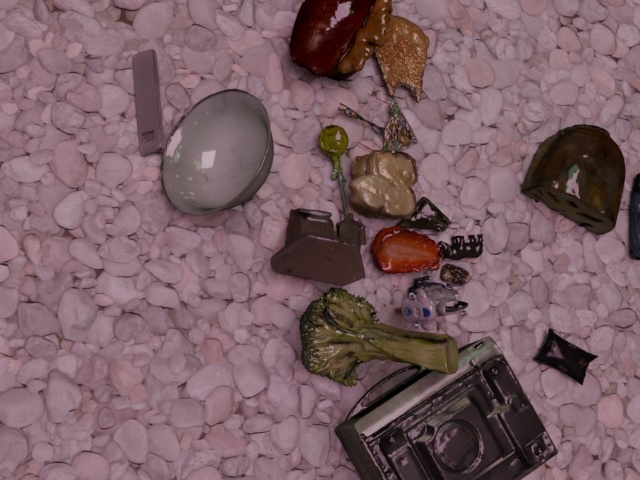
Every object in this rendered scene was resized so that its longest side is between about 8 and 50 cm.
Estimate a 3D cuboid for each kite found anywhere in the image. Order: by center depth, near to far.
[{"bbox_3d":[0.151,-0.295,1.807,0.244,0.006,0.198,19,84,-18],"label":"kite"}]

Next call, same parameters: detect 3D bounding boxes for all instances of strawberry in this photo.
[{"bbox_3d":[0.213,0.030,1.744,0.188,0.082,0.121,13,96,-20],"label":"strawberry"}]

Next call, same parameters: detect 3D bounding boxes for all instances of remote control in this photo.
[{"bbox_3d":[-0.418,-0.336,1.676,0.067,0.029,0.261,-11,80,21],"label":"remote control"}]

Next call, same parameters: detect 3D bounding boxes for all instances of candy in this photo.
[{"bbox_3d":[0.049,-0.165,1.752,0.077,0.073,0.262,-10,89,4],"label":"candy"}]

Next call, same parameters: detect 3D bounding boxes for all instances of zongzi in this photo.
[{"bbox_3d":[0.267,-0.038,1.780,0.109,0.055,0.119,42,85,-4],"label":"zongzi"}]

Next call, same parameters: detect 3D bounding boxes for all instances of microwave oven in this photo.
[{"bbox_3d":[0.281,0.450,1.584,0.394,0.247,0.333,-29,86,-17],"label":"microwave oven"}]

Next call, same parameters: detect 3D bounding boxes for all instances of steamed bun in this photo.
[{"bbox_3d":[0.148,-0.134,1.743,0.192,0.106,0.178,2,75,-22],"label":"steamed bun"}]

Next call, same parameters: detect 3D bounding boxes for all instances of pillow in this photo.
[{"bbox_3d":[0.642,0.304,1.802,0.150,0.048,0.090,28,66,-2],"label":"pillow"}]

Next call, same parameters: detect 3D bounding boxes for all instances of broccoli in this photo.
[{"bbox_3d":[0.137,0.230,1.566,0.361,0.252,0.221,12,73,14],"label":"broccoli"}]

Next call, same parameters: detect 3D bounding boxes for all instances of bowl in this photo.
[{"bbox_3d":[-0.211,-0.186,1.625,0.313,0.146,0.314,-10,69,28],"label":"bowl"}]

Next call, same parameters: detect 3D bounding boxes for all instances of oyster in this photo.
[{"bbox_3d":[0.353,0.089,1.789,0.083,0.019,0.054,18,75,-10],"label":"oyster"}]

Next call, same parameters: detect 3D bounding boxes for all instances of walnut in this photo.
[{"bbox_3d":[0.063,-0.527,1.738,0.243,0.221,0.269,24,92,22],"label":"walnut"}]

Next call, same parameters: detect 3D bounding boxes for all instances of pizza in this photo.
[{"bbox_3d":[0.220,-0.491,1.862,0.181,0.034,0.262,-11,82,-15],"label":"pizza"}]

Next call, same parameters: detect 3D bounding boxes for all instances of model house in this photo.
[{"bbox_3d":[0.001,-0.002,1.666,0.229,0.122,0.188,9,41,-6],"label":"model house"}]

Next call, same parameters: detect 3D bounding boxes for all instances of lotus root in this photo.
[{"bbox_3d":[0.730,-0.193,1.872,0.266,0.149,0.260,28,75,-10],"label":"lotus root"}]

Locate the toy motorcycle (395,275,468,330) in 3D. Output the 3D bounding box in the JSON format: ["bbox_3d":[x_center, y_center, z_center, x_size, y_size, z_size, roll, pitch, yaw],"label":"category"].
[{"bbox_3d":[0.261,0.147,1.660,0.150,0.221,0.102,-11,99,-3],"label":"toy motorcycle"}]

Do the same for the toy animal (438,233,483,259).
[{"bbox_3d":[0.360,0.019,1.791,0.135,0.047,0.065,-3,88,-20],"label":"toy animal"}]

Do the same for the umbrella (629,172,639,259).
[{"bbox_3d":[0.900,-0.069,1.932,0.052,0.053,0.251,10,78,-10],"label":"umbrella"}]
